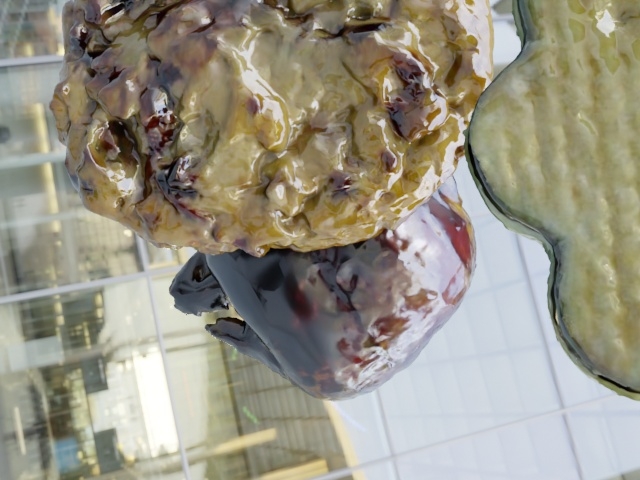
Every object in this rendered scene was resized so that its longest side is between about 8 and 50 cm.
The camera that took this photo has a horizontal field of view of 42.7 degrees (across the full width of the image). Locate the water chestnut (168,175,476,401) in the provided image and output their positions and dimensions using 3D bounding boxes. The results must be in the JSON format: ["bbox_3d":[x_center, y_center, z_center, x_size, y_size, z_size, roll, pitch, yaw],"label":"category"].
[{"bbox_3d":[0.000,0.000,0.752,0.289,0.244,0.289,39,-41,45],"label":"water chestnut"}]

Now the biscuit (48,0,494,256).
[{"bbox_3d":[-0.049,-0.133,0.580,0.081,0.334,0.289,23,58,-72],"label":"biscuit"}]

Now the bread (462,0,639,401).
[{"bbox_3d":[0.169,-0.051,0.367,0.056,0.207,0.286,29,60,-72],"label":"bread"}]
